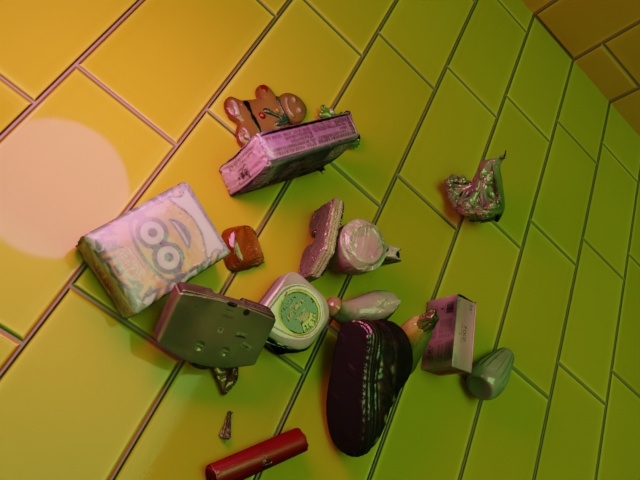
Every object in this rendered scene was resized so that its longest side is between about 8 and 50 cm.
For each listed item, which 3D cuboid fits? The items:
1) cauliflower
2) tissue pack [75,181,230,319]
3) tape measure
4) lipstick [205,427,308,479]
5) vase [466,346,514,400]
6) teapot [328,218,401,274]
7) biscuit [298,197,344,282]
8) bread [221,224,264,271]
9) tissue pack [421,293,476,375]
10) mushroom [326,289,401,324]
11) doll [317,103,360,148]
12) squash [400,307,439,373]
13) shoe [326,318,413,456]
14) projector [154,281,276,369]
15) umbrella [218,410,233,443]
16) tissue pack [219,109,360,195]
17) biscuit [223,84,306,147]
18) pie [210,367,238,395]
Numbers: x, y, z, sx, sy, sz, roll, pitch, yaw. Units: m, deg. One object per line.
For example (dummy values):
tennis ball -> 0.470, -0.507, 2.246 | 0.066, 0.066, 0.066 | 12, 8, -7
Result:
cauliflower -> 0.608, -0.204, 2.246 | 0.257, 0.239, 0.315 | -6, 121, -39
tissue pack -> -0.415, 0.021, 1.520 | 0.311, 0.128, 0.227 | -35, 96, -37
tape measure -> -0.096, 0.229, 1.689 | 0.207, 0.115, 0.235 | 45, 62, -14
lipstick -> -0.161, 0.559, 1.546 | 0.280, 0.073, 0.073 | -12, 81, -37
vase -> 0.604, 0.455, 2.102 | 0.248, 0.128, 0.128 | -28, 91, -48
teapot -> 0.117, 0.024, 1.870 | 0.222, 0.178, 0.163 | -15, 85, -33
biscuit -> 0.000, 0.000, 1.812 | 0.046, 0.147, 0.249 | 24, 63, -24
bread -> -0.218, 0.019, 1.713 | 0.126, 0.044, 0.129 | -8, 76, -39
tissue pack -> 0.425, 0.315, 2.005 | 0.093, 0.149, 0.246 | 24, 63, -28
mushroom -> 0.115, 0.215, 1.837 | 0.270, 0.118, 0.103 | -3, 39, -37
doll -> 0.062, -0.386, 2.054 | 0.190, 0.050, 0.115 | 47, 60, -15
squash -> 0.271, 0.298, 1.853 | 0.137, 0.287, 0.137 | 5, 50, -6
shoe -> 0.149, 0.419, 1.751 | 0.237, 0.171, 0.383 | 11, 81, -47
projector -> -0.266, 0.221, 1.500 | 0.270, 0.088, 0.193 | 21, 101, -29
umbrella -> -0.240, 0.480, 1.550 | 0.032, 0.020, 0.083 | 4, 66, 7
tissue pack -> -0.088, -0.252, 1.766 | 0.361, 0.259, 0.122 | -21, 83, -37
biscuit -> -0.160, -0.401, 1.902 | 0.302, 0.049, 0.196 | -23, 90, -39
pie -> -0.264, 0.312, 1.582 | 0.092, 0.034, 0.169 | -34, 94, -35
